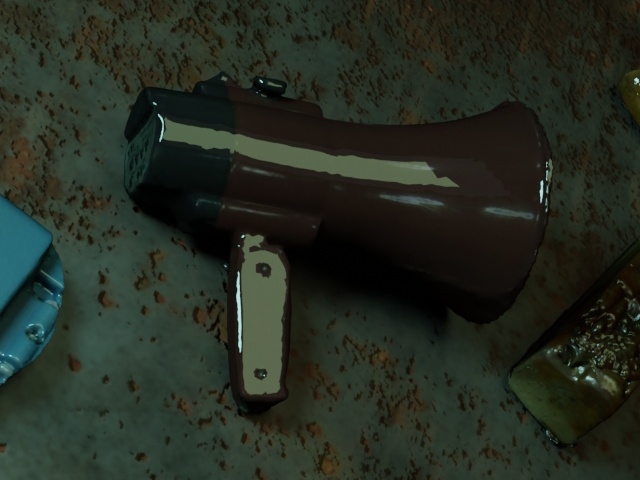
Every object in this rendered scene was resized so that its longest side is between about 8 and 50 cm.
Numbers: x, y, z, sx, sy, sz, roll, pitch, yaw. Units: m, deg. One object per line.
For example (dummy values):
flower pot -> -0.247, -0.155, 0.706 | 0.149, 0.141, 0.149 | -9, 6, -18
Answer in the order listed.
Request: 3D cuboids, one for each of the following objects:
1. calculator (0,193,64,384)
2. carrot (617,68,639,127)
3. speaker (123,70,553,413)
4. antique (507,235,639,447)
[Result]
calculator -> -0.314, -0.010, 1.191 | 0.293, 0.051, 0.173 | 38, 45, -8
carrot -> 0.377, -0.105, 1.784 | 0.060, 0.060, 0.186 | -28, 75, -45
speaker -> 0.003, -0.001, 1.398 | 0.329, 0.198, 0.259 | 3, 96, -19
antique -> 0.287, 0.068, 1.559 | 0.087, 0.093, 0.310 | 49, 44, 4
